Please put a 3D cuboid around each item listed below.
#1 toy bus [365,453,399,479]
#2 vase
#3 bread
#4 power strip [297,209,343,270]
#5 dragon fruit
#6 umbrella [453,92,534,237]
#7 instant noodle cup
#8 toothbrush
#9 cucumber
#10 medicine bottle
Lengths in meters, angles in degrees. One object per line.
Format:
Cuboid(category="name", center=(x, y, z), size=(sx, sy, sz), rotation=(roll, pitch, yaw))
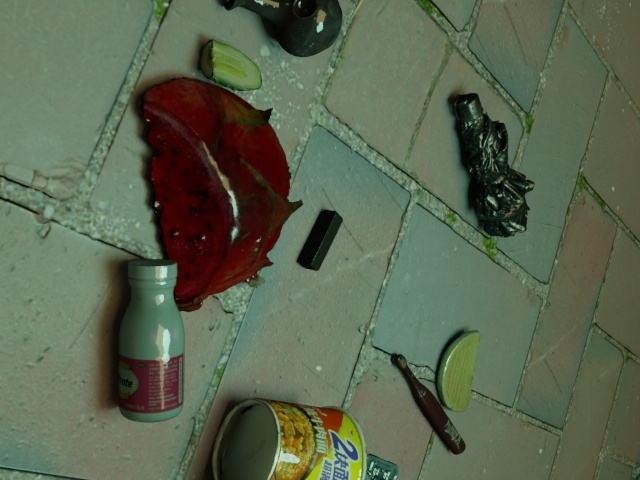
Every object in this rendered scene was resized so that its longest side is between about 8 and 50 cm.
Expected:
Cuboid(category="toy bus", center=(0.040, 0.518, 1.348), size=(0.121, 0.120, 0.265), rotation=(36, 71, -43))
Cuboid(category="vase", center=(-0.060, -0.353, 1.118), size=(0.183, 0.120, 0.120), rotation=(11, 89, -29))
Cuboid(category="bread", center=(0.298, 0.295, 1.643), size=(0.112, 0.036, 0.192), rotation=(1, 100, -41))
Cuboid(category="power strip", center=(0.000, 0.000, 1.281), size=(0.029, 0.038, 0.111), rotation=(42, 68, -43))
Cuboid(category="dragon fruit", center=(-0.123, -0.080, 1.103), size=(0.282, 0.100, 0.343), rotation=(-26, 116, -46))
Cuboid(category="umbrella", center=(0.380, -0.168, 1.589), size=(0.154, 0.128, 0.336), rotation=(-31, 115, -37))
Cuboid(category="instant noodle cup", center=(-0.058, 0.350, 1.171), size=(0.174, 0.213, 0.213), rotation=(27, 77, -37))
Cuboid(category="toothbrush", center=(0.237, 0.359, 1.587), size=(0.041, 0.041, 0.364), rotation=(-54, 130, -25))
Cuboid(category="cucumber", center=(-0.134, -0.252, 1.099), size=(0.107, 0.035, 0.067), rotation=(14, 64, -50))
Cuboid(category="medicine bottle", center=(-0.235, 0.136, 1.021), size=(0.090, 0.090, 0.216), rotation=(-5, 99, -46))
